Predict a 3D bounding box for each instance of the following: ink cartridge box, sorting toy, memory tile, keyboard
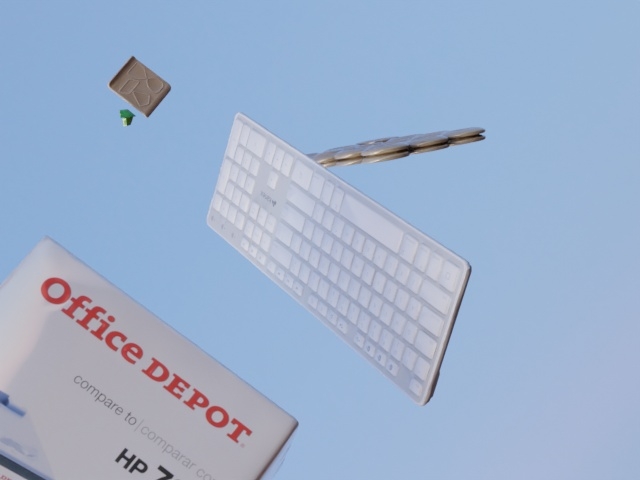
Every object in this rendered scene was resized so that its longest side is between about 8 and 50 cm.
[{"bbox_3d":[-0.120,0.116,0.591,0.191,0.139,0.082,-52,-8,-22],"label":"ink cartridge box"},{"bbox_3d":[-0.220,-0.171,1.680,0.083,0.062,0.012,-56,10,-34],"label":"sorting toy"},{"bbox_3d":[0.048,-0.071,1.112,0.113,0.148,0.012,-14,-84,-32],"label":"memory tile"},{"bbox_3d":[0.000,0.000,0.753,0.014,0.256,0.072,2,-71,-30],"label":"keyboard"}]
